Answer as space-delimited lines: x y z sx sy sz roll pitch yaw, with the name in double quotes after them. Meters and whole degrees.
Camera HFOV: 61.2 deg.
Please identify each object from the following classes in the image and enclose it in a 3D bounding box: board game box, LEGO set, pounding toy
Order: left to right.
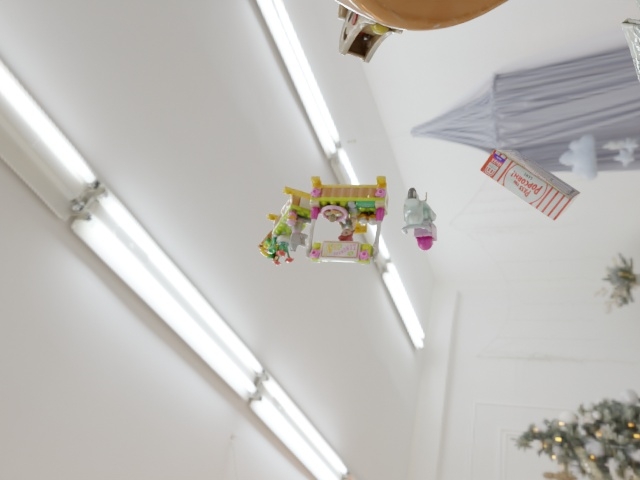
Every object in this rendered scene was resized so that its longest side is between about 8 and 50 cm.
0.000 0.000 0.699 0.132 0.287 0.107 38 -129 -45 "LEGO set"
0.078 -0.509 1.247 0.269 0.155 0.154 -136 59 -68 "pounding toy"
0.375 -0.104 0.954 0.193 0.147 0.045 -15 -40 -59 "board game box"

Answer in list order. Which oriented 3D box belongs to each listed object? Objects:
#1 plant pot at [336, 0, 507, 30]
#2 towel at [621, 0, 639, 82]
0.047 -0.268 0.318 0.203 0.291 0.291 62 -168 29 "plant pot"
0.607 -0.245 0.891 0.324 0.056 0.312 60 -162 -26 "towel"
